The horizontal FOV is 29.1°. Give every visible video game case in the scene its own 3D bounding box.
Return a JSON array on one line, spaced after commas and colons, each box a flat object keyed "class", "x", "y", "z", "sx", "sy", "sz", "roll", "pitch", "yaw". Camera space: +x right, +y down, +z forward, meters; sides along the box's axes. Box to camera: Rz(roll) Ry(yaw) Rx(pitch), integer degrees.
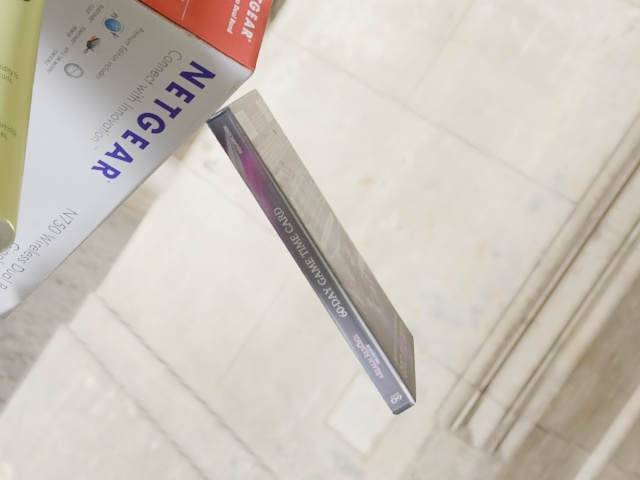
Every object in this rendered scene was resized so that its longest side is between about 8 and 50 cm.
[{"class": "video game case", "x": 0.000, "y": 0.000, "z": 1.038, "sx": 0.274, "sy": 0.026, "sz": 0.196, "roll": 58, "pitch": 9, "yaw": -8}]

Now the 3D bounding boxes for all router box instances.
[{"class": "router box", "x": -0.242, "y": -0.115, "z": 0.730, "sx": 0.301, "sy": 0.335, "sz": 0.082, "roll": 30, "pitch": 48, "yaw": -22}]

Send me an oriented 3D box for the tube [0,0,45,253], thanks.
[{"class": "tube", "x": -0.151, "y": -0.111, "z": 0.517, "sx": 0.062, "sy": 0.240, "sz": 0.070, "roll": -12, "pitch": -26, "yaw": 22}]
